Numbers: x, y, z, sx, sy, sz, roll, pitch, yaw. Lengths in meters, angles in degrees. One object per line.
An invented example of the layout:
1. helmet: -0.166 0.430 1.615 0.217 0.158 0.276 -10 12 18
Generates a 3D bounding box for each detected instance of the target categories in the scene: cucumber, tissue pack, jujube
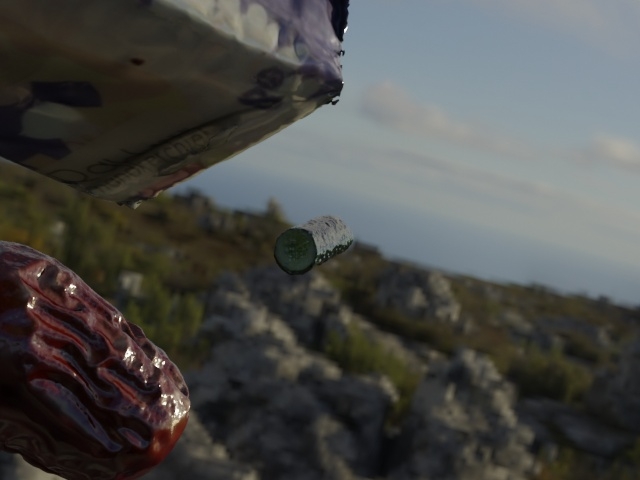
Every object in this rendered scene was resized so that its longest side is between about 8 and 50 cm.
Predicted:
1. cucumber: 0.000 0.000 1.140 0.032 0.032 0.133 15 9 12
2. tissue pack: -0.176 -0.152 1.020 0.344 0.125 0.242 24 -34 -37
3. jujube: -0.212 0.101 1.303 0.230 0.155 0.155 38 -4 -16
